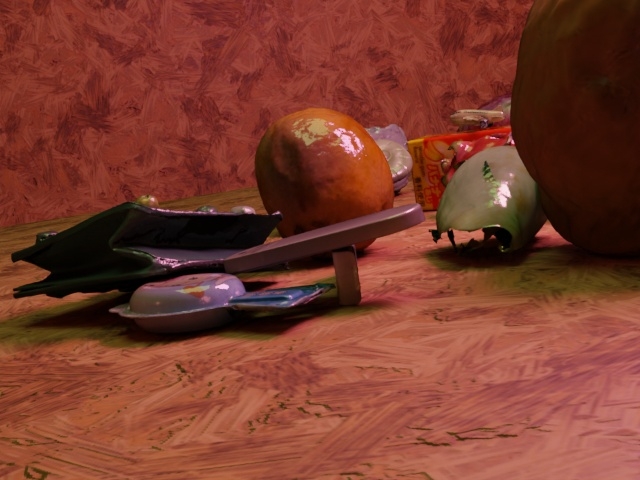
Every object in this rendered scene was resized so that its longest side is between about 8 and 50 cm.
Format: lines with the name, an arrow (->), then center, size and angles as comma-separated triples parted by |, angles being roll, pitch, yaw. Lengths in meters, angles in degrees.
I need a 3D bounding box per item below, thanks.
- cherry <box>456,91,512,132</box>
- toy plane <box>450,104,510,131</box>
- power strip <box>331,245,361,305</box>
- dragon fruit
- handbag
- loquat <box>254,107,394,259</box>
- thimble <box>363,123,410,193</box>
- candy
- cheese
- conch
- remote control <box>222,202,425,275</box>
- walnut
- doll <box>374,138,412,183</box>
cherry -> 0.395, -0.201, 1.938 | 0.300, 0.203, 0.230 | -22, 8, 5
toy plane -> 0.291, -0.224, 1.722 | 0.111, 0.040, 0.102 | -6, 8, 29
power strip -> 0.030, 0.025, 1.115 | 0.027, 0.060, 0.253 | -8, 7, 2
dragon fruit -> 0.316, -0.116, 1.604 | 0.235, 0.137, 0.135 | -1, 13, 31
handbag -> -0.214, 0.008, 1.199 | 0.274, 0.100, 0.268 | -10, -5, 39
loquat -> 0.007, -0.086, 1.372 | 0.193, 0.238, 0.238 | -15, 7, 5
thimble -> 0.092, -0.174, 2.202 | 0.250, 0.172, 0.205 | -12, 12, -8
candy -> 0.305, -0.136, 1.742 | 0.276, 0.146, 0.088 | -2, 11, 34
cheese -> -0.114, 0.064, 1.008 | 0.244, 0.052, 0.135 | -5, 8, 25
conch -> 0.216, -0.032, 1.231 | 0.143, 0.137, 0.250 | 22, 39, 19
remote control -> 0.000, 0.000, 1.038 | 0.244, 0.022, 0.077 | -15, 5, 26
walnut -> 0.398, -0.176, 1.064 | 0.383, 0.384, 0.383 | -8, 7, 1
doll -> 0.025, -0.110, 1.803 | 0.284, 0.216, 0.268 | -32, 35, -9
